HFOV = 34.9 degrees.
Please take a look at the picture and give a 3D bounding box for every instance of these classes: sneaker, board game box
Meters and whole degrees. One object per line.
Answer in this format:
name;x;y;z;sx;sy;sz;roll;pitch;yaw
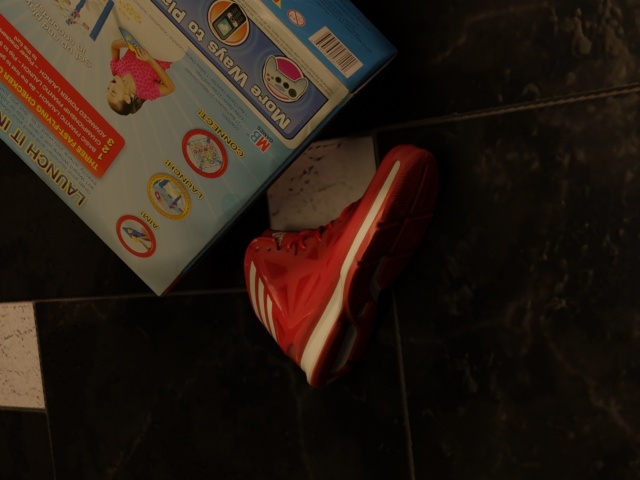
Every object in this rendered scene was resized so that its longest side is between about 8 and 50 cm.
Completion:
sneaker;0.000;0.000;0.818;0.128;0.087;0.221;38;116;27
board game box;-0.146;-0.151;0.819;0.308;0.086;0.302;46;133;-2
